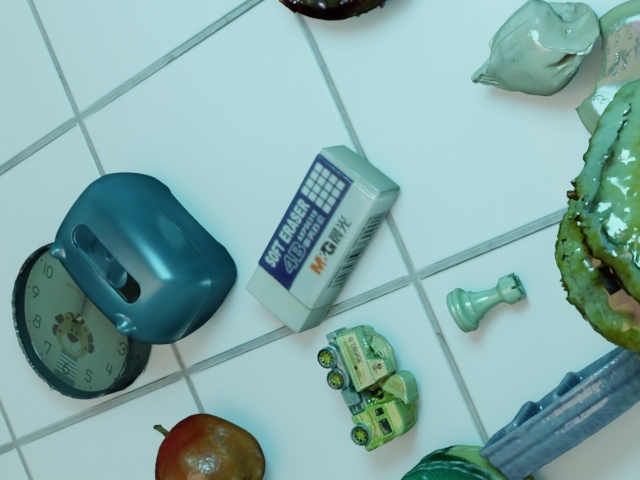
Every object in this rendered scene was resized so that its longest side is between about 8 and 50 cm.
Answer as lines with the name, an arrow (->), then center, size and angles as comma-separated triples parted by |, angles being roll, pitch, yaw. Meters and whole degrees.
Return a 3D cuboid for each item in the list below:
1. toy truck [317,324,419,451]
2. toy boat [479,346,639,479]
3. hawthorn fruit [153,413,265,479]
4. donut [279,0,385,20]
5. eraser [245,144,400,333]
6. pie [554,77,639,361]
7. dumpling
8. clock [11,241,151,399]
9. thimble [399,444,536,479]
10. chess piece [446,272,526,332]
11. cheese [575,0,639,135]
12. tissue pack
toy truck -> 0.083, 0.216, 1.520 | 0.116, 0.085, 0.191 | -27, 83, 27
toy boat -> 0.343, 0.226, 1.340 | 0.283, 0.127, 0.078 | -42, 78, 28
hawthorn fruit -> -0.206, 0.378, 1.668 | 0.225, 0.197, 0.196 | 36, 116, 31
donut -> 0.029, -0.443, 1.413 | 0.270, 0.103, 0.269 | 6, 101, 32
eraser -> 0.000, 0.000, 1.526 | 0.124, 0.081, 0.279 | 39, 116, 19
pie -> 0.476, -0.029, 1.091 | 0.395, 0.418, 0.180 | 43, 162, 10
dumpling -> 0.283, -0.258, 1.290 | 0.199, 0.118, 0.136 | -10, 54, 44
clock -> -0.447, 0.146, 1.835 | 0.313, 0.061, 0.312 | 7, 104, 30
thimble -> 0.220, 0.448, 1.434 | 0.254, 0.167, 0.288 | -29, 84, 32
chess piece -> 0.239, 0.085, 1.415 | 0.103, 0.067, 0.067 | -27, 85, 24
cheese -> 0.413, -0.259, 1.235 | 0.163, 0.082, 0.286 | 10, 102, 28
tissue pack -> -0.300, 0.030, 1.641 | 0.287, 0.206, 0.198 | 46, 118, 14
